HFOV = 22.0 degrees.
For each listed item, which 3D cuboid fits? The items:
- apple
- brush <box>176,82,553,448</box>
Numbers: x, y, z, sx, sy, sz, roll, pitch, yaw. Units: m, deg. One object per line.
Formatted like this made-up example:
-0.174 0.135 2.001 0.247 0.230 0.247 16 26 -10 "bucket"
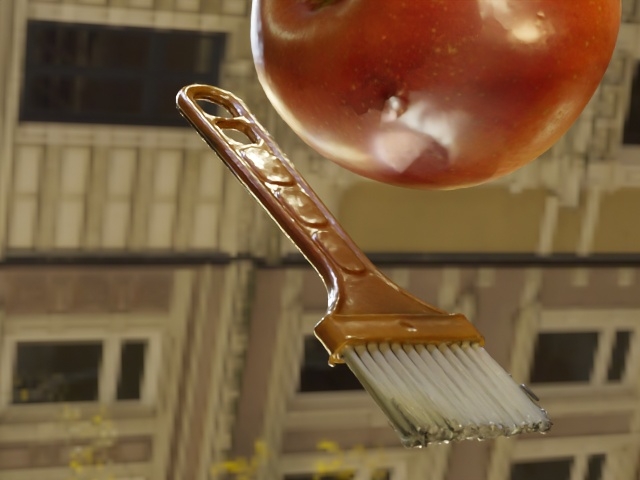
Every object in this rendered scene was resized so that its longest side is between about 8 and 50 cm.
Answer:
0.047 -0.103 0.728 0.163 0.139 0.163 -33 -131 49 "apple"
0.000 0.000 0.841 0.314 0.090 0.017 51 -51 43 "brush"
